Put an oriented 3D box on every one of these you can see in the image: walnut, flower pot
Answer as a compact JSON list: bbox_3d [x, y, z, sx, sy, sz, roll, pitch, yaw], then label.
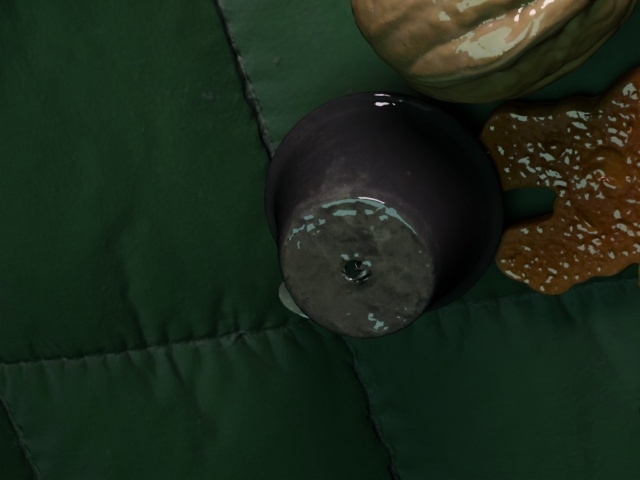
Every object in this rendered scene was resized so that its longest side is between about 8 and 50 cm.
[{"bbox_3d":[0.153,-0.232,1.261,0.261,0.225,0.225,-31,99,20],"label":"walnut"},{"bbox_3d":[0.046,-0.003,1.382,0.235,0.148,0.235,6,117,11],"label":"flower pot"}]

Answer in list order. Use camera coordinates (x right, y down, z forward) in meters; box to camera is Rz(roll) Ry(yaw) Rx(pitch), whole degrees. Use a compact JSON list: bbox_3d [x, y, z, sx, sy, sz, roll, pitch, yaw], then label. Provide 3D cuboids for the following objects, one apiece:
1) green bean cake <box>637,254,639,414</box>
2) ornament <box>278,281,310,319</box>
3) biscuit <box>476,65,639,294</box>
[{"bbox_3d":[0.378,0.126,1.295,0.124,0.233,0.236,-23,123,29],"label":"green bean cake"},{"bbox_3d":[0.000,0.000,1.517,0.075,0.081,0.156,37,131,31],"label":"ornament"},{"bbox_3d":[0.298,-0.060,1.374,0.334,0.047,0.202,-13,110,30],"label":"biscuit"}]
